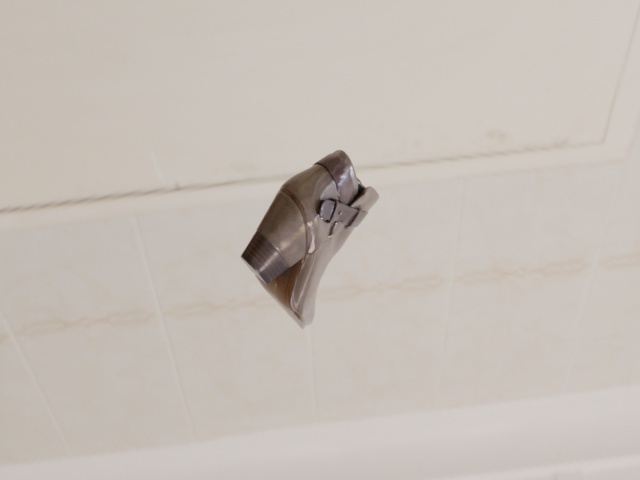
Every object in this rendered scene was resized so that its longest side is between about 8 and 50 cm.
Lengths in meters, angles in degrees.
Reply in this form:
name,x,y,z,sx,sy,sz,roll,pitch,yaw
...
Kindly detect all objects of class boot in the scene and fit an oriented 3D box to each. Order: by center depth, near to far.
name,x,y,z,sx,sy,sz,roll,pitch,yaw
boot,0.000,0.000,0.680,0.087,0.118,0.042,-45,-115,-8
